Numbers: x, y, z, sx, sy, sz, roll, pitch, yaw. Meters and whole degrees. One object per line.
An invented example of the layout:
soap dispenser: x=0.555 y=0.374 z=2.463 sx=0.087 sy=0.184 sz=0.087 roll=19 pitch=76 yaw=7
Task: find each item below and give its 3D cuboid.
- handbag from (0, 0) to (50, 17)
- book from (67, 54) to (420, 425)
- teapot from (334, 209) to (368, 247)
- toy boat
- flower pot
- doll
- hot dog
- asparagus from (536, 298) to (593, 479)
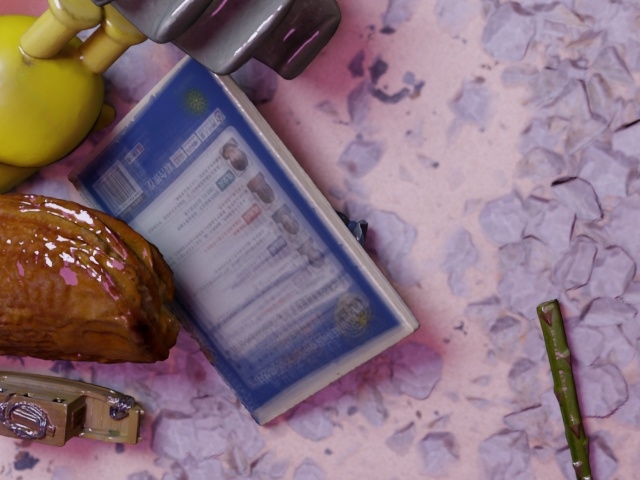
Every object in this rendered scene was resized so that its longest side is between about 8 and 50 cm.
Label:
handbag: x=-0.321 y=-0.244 z=1.057 sx=0.190 sy=0.063 sz=0.127 roll=-27 pitch=94 yaw=12
book: x=-0.082 y=0.006 z=1.038 sx=0.228 sy=0.018 sz=0.322 roll=-36 pitch=92 yaw=36
teapot: x=-0.001 y=0.000 z=1.037 sx=0.083 sy=0.049 sz=0.063 roll=17 pitch=103 yaw=9
toy boat: x=-0.273 y=0.173 z=1.111 sx=0.200 sy=0.077 sz=0.057 roll=8 pitch=100 yaw=11
flower pot: x=-0.147 y=-0.286 z=0.911 sx=0.367 sy=0.254 sz=0.164 roll=44 pitch=103 yaw=2
doll: x=-0.299 y=-0.107 z=1.029 sx=0.363 sy=0.199 sz=0.145 roll=-35 pitch=60 yaw=34
hot dog: x=-0.267 y=0.047 z=1.032 sx=0.272 sy=0.122 sz=0.196 roll=0 pitch=144 yaw=20
asparagus: x=0.236 y=0.176 z=1.033 sx=0.025 sy=0.024 sz=0.248 roll=0 pitch=104 yaw=55
